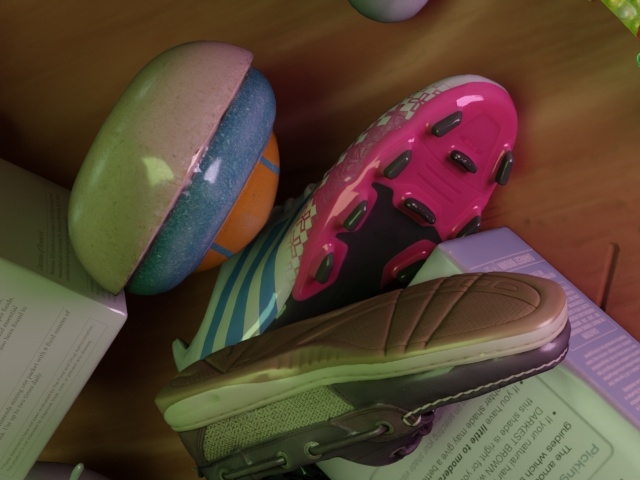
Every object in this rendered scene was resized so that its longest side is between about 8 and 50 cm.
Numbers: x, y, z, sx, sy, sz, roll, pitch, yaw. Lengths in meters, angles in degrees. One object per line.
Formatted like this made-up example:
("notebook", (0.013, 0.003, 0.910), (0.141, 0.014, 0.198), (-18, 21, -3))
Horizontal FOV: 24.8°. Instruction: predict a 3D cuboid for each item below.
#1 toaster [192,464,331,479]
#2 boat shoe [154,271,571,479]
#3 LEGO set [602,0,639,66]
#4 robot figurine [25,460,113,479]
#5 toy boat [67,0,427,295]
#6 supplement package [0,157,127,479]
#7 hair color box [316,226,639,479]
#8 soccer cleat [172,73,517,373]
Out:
("toaster", (-0.013, 0.254, 1.065), (0.227, 0.129, 0.146), (13, 106, 27))
("boat shoe", (0.030, 0.094, 0.907), (0.285, 0.103, 0.092), (-17, 107, 26))
("LEGO set", (0.194, -0.188, 0.888), (0.132, 0.107, 0.287), (-7, 93, 31))
("robot figurine", (-0.225, 0.329, 1.158), (0.300, 0.200, 0.353), (9, 102, 36))
("toy boat", (-0.052, -0.095, 1.000), (0.148, 0.267, 0.318), (30, 94, -6))
("supplement package", (-0.315, 0.022, 1.073), (0.293, 0.175, 0.177), (26, 110, -23))
("hair color box", (0.183, 0.183, 0.946), (0.374, 0.113, 0.185), (43, 116, 19))
("soccer cleat", (0.000, 0.000, 1.031), (0.331, 0.116, 0.143), (-52, 39, 14))
